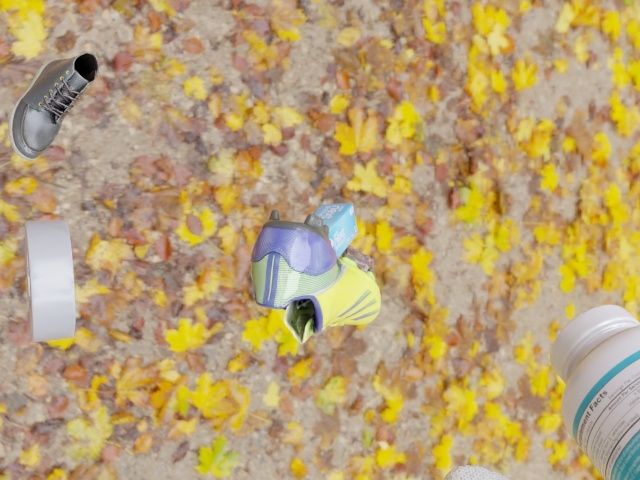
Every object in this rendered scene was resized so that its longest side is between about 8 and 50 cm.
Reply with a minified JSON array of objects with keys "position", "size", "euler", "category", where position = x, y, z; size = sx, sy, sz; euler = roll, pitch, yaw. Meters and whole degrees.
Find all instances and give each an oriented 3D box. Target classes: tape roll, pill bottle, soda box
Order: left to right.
[{"position":[-0.492,0.072,1.403],"size":[0.072,0.219,0.219],"euler":[-4,96,-22],"category":"tape roll"},{"position":[0.000,0.000,1.454],"size":[0.210,0.071,0.067],"euler":[-48,132,-56],"category":"soda box"},{"position":[0.310,0.172,0.666],"size":[0.146,0.264,0.146],"euler":[-11,128,-15],"category":"pill bottle"}]

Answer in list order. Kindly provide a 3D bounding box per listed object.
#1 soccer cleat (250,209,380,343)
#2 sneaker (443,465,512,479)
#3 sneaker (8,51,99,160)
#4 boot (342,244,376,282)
[{"position":[-0.005,0.063,0.872],"size":[0.289,0.093,0.121],"euler":[45,54,-63],"category":"soccer cleat"},{"position":[0.176,0.302,0.634],"size":[0.091,0.240,0.126],"euler":[-1,122,-48],"category":"sneaker"},{"position":[-0.488,-0.254,1.415],"size":[0.083,0.118,0.222],"euler":[37,53,-42],"category":"sneaker"},{"position":[0.092,0.072,1.918],"size":[0.114,0.037,0.106],"euler":[29,50,-47],"category":"boot"}]
